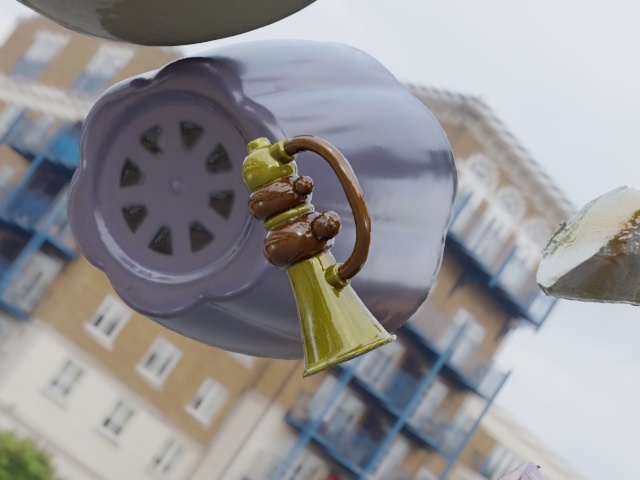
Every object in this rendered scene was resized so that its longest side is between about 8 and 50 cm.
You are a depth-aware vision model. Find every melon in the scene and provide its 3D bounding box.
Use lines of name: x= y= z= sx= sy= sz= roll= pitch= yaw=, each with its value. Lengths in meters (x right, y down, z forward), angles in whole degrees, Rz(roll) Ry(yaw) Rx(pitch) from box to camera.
melon: x=0.355 y=0.025 z=1.958 sx=0.139 sy=0.202 sz=0.093 roll=53 pitch=-26 yaw=-12

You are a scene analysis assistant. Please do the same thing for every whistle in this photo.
whistle: x=-0.004 y=0.003 z=0.710 sx=0.109 sy=0.046 sz=0.057 roll=69 pitch=-16 yaw=0

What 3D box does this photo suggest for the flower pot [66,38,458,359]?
flower pot: x=-0.055 y=-0.029 z=1.223 sx=0.265 sy=0.265 sz=0.243 roll=30 pitch=13 yaw=19

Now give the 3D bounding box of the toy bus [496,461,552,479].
toy bus: x=0.174 y=0.251 z=1.008 sx=0.235 sy=0.073 sz=0.096 roll=55 pitch=17 yaw=9

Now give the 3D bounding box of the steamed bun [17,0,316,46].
steamed bun: x=-0.092 y=-0.254 z=1.057 sx=0.324 sy=0.324 sz=0.206 roll=63 pitch=12 yaw=-64
